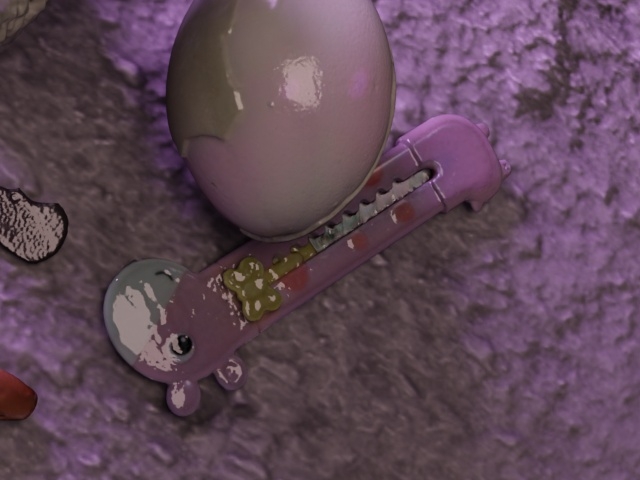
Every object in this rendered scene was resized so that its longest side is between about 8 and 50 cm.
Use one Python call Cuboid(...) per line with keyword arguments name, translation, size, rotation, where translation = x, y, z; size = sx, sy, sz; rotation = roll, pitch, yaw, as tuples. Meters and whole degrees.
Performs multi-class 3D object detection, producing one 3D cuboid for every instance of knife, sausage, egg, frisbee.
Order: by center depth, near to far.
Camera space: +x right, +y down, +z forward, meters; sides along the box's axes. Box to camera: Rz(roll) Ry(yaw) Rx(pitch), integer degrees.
Cuboid(name="sausage", translation=(-0.292, 0.079, 1.263), size=(0.186, 0.043, 0.043), rotation=(37, 67, -12))
Cuboid(name="frisbee", translation=(-0.296, -0.069, 1.310), size=(0.211, 0.012, 0.187), rotation=(5, 75, -23))
Cuboid(name="egg", translation=(-0.030, -0.106, 1.341), size=(0.183, 0.183, 0.217), rotation=(0, 78, -24))
Cuboid(name="knife", translation=(0.000, 0.000, 1.412), size=(0.399, 0.038, 0.132), rotation=(-33, 95, -27))

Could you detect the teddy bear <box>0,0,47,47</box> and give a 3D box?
Cuboid(name="teddy bear", translation=(-0.238, -0.292, 1.193), size=(0.375, 0.362, 0.327), rotation=(10, 74, -24))
